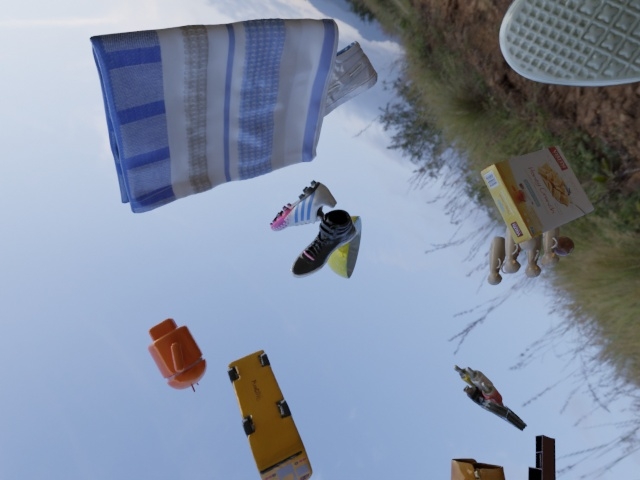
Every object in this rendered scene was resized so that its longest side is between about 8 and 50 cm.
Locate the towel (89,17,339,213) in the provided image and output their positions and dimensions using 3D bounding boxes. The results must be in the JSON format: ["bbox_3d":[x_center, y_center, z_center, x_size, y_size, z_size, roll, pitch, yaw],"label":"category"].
[{"bbox_3d":[-0.103,-0.150,0.496,0.285,0.209,0.034,-23,-124,-33],"label":"towel"}]

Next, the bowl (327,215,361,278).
[{"bbox_3d":[0.081,0.020,1.889,0.155,0.290,0.289,10,-150,14],"label":"bowl"}]

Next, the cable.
[{"bbox_3d":[0.452,0.404,1.022,0.287,0.072,0.139,35,178,-23],"label":"cable"}]

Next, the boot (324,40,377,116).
[{"bbox_3d":[0.010,-0.406,1.076,0.123,0.258,0.095,52,-161,-32],"label":"boot"}]

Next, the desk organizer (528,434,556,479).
[{"bbox_3d":[0.586,0.586,1.096,0.050,0.047,0.130,26,-118,-20],"label":"desk organizer"}]

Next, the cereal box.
[{"bbox_3d":[0.479,-0.107,0.907,0.240,0.047,0.173,-19,-100,-28],"label":"cereal box"}]

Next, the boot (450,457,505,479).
[{"bbox_3d":[0.387,0.738,1.177,0.104,0.295,0.211,28,-129,-62],"label":"boot"}]

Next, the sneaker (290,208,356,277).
[{"bbox_3d":[0.000,0.000,1.431,0.295,0.147,0.104,-40,-122,-15],"label":"sneaker"}]

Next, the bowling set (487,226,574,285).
[{"bbox_3d":[0.592,0.035,1.127,0.199,0.287,0.154,12,-112,10],"label":"bowling set"}]

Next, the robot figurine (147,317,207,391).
[{"bbox_3d":[-0.413,0.335,1.200,0.220,0.158,0.128,60,-146,0],"label":"robot figurine"}]

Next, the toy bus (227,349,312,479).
[{"bbox_3d":[-0.130,0.409,0.987,0.108,0.130,0.332,-22,-152,-14],"label":"toy bus"}]

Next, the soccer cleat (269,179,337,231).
[{"bbox_3d":[-0.072,-0.099,1.636,0.143,0.331,0.116,43,-138,-13],"label":"soccer cleat"}]

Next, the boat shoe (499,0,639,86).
[{"bbox_3d":[0.500,-0.348,0.572,0.499,0.187,0.156,-17,-158,11],"label":"boat shoe"}]
